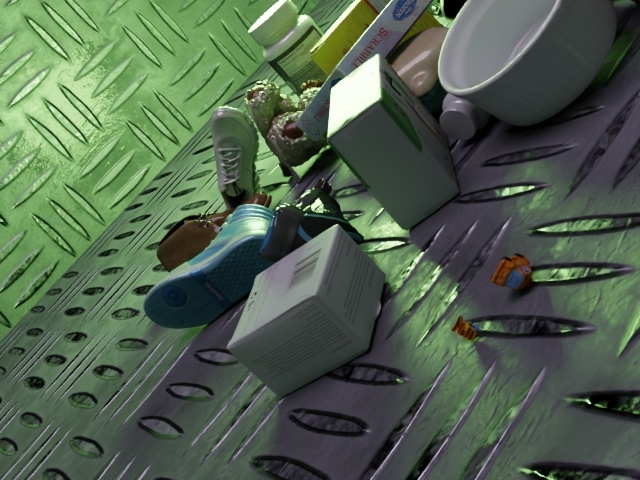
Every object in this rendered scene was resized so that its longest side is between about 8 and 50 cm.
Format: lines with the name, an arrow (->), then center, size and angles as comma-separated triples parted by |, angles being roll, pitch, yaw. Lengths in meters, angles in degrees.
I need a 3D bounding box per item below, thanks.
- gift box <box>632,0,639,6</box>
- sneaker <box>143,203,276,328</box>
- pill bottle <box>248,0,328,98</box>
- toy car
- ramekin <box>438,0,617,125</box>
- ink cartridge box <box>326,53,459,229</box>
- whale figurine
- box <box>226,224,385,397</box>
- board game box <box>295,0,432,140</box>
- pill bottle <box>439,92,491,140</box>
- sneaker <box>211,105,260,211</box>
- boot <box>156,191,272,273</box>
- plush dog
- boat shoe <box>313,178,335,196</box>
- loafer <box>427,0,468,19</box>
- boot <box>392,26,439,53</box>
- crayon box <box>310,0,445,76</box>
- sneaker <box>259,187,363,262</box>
gift box -> 0.511, -0.480, 1.404 | 0.258, 0.276, 0.255 | -38, 32, 3
sneaker -> -0.203, 0.045, 1.914 | 0.319, 0.127, 0.208 | -27, 24, 16
pill bottle -> -0.045, -0.478, 2.483 | 0.161, 0.283, 0.161 | -38, 19, 15
toy car -> 0.214, 0.072, 1.148 | 0.040, 0.060, 0.122 | 38, 100, 29
ramekin -> 0.325, -0.313, 1.492 | 0.277, 0.135, 0.277 | -42, 30, 31
ink cartridge box -> 0.118, -0.172, 1.594 | 0.117, 0.201, 0.278 | -36, 19, 18
whale figurine -> 0.174, -0.277, 1.805 | 0.272, 0.141, 0.216 | -45, 23, -4
box -> -0.017, 0.102, 1.397 | 0.182, 0.119, 0.181 | -33, 21, 30
board game box -> 0.100, -0.378, 1.938 | 0.319, 0.066, 0.318 | -52, 4, -19
pill bottle -> 0.261, -0.243, 1.639 | 0.086, 0.086, 0.152 | -21, 28, 49
sneaker -> -0.199, -0.179, 2.234 | 0.110, 0.292, 0.118 | 1, 43, 9
boot -> -0.244, -0.025, 2.170 | 0.305, 0.115, 0.112 | -37, 17, 14
plush dog -> -0.017, -0.273, 2.211 | 0.225, 0.211, 0.262 | -32, 44, -12
boat shoe -> -0.014, -0.074, 1.914 | 0.046, 0.038, 0.125 | -18, 31, 53
loafer -> 0.314, -0.562, 2.237 | 0.084, 0.096, 0.267 | -55, 23, -15
boot -> 0.176, -0.304, 1.963 | 0.295, 0.104, 0.211 | -42, 25, 9
crayon box -> 0.120, -0.440, 2.179 | 0.318, 0.202, 0.081 | -51, 14, -24
sneaker -> 0.000, 0.000, 1.622 | 0.341, 0.139, 0.125 | -45, -22, -75
